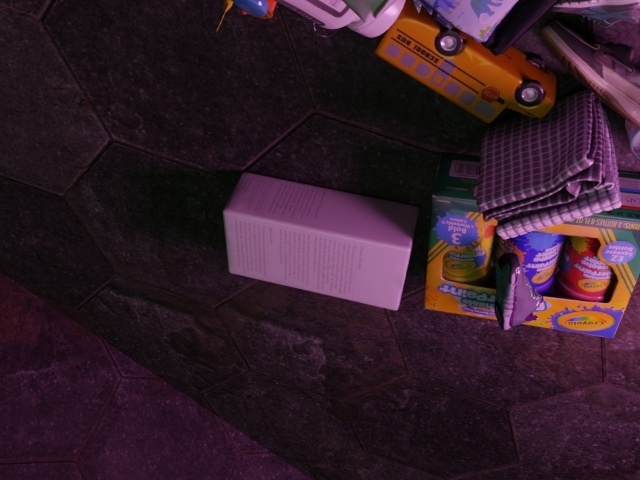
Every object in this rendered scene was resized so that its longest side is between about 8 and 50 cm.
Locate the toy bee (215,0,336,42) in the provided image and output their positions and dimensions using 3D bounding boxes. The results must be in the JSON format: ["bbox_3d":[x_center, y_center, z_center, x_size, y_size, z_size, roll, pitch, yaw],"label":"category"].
[{"bbox_3d":[-0.137,-0.460,1.223,0.162,0.195,0.298,18,154,53],"label":"toy bee"}]

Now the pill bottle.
[{"bbox_3d":[-0.008,-0.467,1.100,0.318,0.177,0.176,17,144,-35],"label":"pill bottle"}]

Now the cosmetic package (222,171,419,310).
[{"bbox_3d":[0.000,0.000,1.636,0.452,0.162,0.230,13,136,9],"label":"cosmetic package"}]

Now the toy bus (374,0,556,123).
[{"bbox_3d":[0.278,-0.332,1.233,0.332,0.108,0.130,29,137,-9],"label":"toy bus"}]

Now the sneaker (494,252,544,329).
[{"bbox_3d":[0.434,0.101,1.413,0.098,0.083,0.224,-10,137,0],"label":"sneaker"}]

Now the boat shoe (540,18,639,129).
[{"bbox_3d":[0.513,-0.299,1.150,0.092,0.102,0.285,-47,74,18],"label":"boat shoe"}]

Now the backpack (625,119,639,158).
[{"bbox_3d":[0.666,-0.190,1.204,0.188,0.145,0.166,33,139,-12],"label":"backpack"}]

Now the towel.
[{"bbox_3d":[0.420,-0.152,1.233,0.234,0.284,0.121,-18,124,33],"label":"towel"}]

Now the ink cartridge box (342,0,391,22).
[{"bbox_3d":[0.031,-0.529,0.823,0.395,0.166,0.285,44,133,-4],"label":"ink cartridge box"}]

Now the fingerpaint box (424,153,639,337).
[{"bbox_3d":[0.469,0.018,1.474,0.444,0.163,0.371,9,136,13],"label":"fingerpaint box"}]

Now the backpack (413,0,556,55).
[{"bbox_3d":[0.234,-0.486,1.019,0.355,0.273,0.290,47,138,-1],"label":"backpack"}]

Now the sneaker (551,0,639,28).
[{"bbox_3d":[0.479,-0.398,1.127,0.166,0.065,0.076,4,140,20],"label":"sneaker"}]
